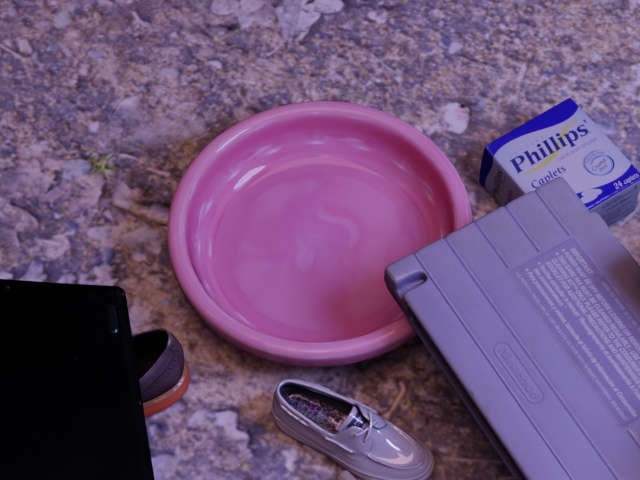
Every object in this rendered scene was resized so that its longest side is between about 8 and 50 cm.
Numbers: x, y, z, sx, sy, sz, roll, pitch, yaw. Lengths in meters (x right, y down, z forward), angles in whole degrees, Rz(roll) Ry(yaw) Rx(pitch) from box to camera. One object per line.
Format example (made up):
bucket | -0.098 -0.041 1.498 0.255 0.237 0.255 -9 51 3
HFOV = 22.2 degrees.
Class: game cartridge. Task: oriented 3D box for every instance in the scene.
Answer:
game cartridge | 0.248 0.116 1.624 0.230 0.068 0.355 -25 59 -14

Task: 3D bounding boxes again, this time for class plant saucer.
plant saucer | 0.000 0.000 1.794 0.332 0.084 0.332 -1 58 2

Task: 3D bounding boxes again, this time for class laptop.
laptop | -0.392 0.251 1.576 0.408 0.236 0.382 4 62 -33

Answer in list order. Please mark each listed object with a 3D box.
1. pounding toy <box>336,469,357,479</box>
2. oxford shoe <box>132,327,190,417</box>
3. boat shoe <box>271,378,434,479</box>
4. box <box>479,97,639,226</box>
pounding toy | 0.006 0.347 1.585 0.183 0.110 0.237 30 34 31
oxford shoe | -0.268 0.164 1.691 0.271 0.098 0.097 -28 61 -15
boat shoe | 0.033 0.194 1.684 0.184 0.063 0.066 29 63 19
box | 0.269 -0.070 1.835 0.126 0.072 0.137 -30 61 -16
